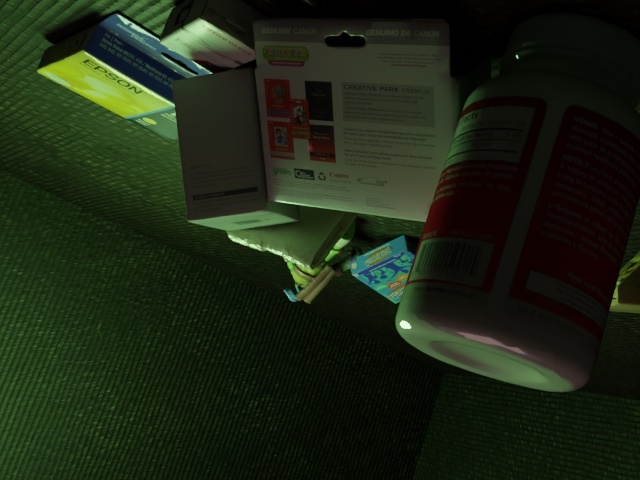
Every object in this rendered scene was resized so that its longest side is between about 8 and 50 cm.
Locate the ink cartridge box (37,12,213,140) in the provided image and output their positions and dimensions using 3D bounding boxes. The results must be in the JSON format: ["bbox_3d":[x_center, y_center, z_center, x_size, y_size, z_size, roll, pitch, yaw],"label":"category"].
[{"bbox_3d":[-0.321,-0.283,1.643,0.303,0.072,0.307,29,165,-33],"label":"ink cartridge box"}]

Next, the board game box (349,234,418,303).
[{"bbox_3d":[0.196,0.075,2.221,0.160,0.047,0.210,-27,144,25],"label":"board game box"}]

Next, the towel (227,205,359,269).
[{"bbox_3d":[-0.021,-0.073,1.622,0.187,0.282,0.049,18,144,28],"label":"towel"}]

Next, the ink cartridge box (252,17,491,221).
[{"bbox_3d":[0.072,-0.183,1.245,0.309,0.272,0.130,10,-153,31],"label":"ink cartridge box"}]

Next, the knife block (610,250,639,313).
[{"bbox_3d":[0.630,0.092,1.476,0.242,0.275,0.088,48,167,5],"label":"knife block"}]

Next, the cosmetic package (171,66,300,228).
[{"bbox_3d":[-0.133,-0.139,1.457,0.138,0.225,0.224,-7,175,10],"label":"cosmetic package"}]

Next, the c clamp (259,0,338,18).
[{"bbox_3d":[-0.031,-0.323,1.197,0.160,0.022,0.137,27,169,-35],"label":"c clamp"}]

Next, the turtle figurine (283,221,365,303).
[{"bbox_3d":[0.000,0.000,2.237,0.198,0.274,0.266,42,148,14],"label":"turtle figurine"}]

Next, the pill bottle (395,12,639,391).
[{"bbox_3d":[0.252,-0.048,1.059,0.229,0.408,0.229,19,167,5],"label":"pill bottle"}]

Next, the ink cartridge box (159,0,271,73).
[{"bbox_3d":[-0.153,-0.308,1.321,0.109,0.063,0.150,26,164,-29],"label":"ink cartridge box"}]
